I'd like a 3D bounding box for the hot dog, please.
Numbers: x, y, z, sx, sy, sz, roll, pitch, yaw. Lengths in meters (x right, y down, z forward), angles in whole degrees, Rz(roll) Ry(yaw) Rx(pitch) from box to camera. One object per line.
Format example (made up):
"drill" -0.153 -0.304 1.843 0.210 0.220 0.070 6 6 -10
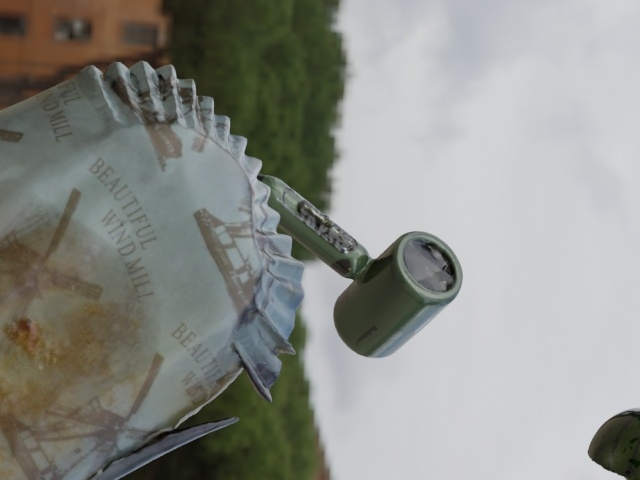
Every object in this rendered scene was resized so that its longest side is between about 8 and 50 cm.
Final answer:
"hot dog" -0.137 0.037 0.779 0.162 0.270 0.082 63 -7 -6

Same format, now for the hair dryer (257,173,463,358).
"hair dryer" 0.000 0.000 1.048 0.071 0.150 0.047 -46 -169 43

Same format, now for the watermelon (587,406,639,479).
"watermelon" 0.289 0.178 1.693 0.105 0.105 0.062 -128 -136 -73
